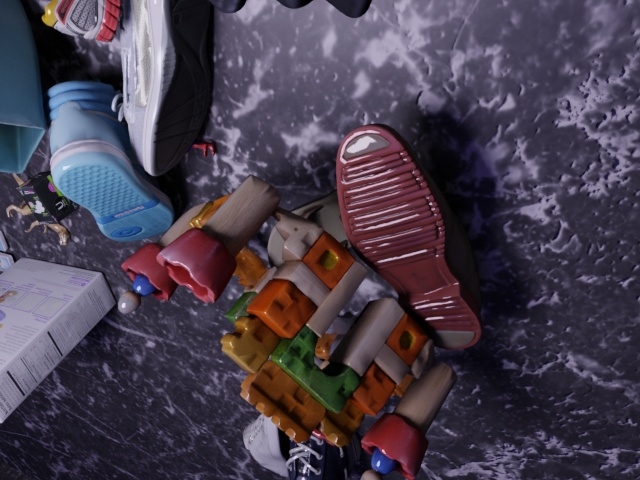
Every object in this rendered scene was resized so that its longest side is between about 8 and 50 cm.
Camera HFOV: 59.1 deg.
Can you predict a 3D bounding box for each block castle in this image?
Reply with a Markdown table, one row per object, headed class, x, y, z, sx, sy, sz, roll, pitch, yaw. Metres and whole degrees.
| class | x | y | z | sx | sy | sz | roll | pitch | yaw |
| --- | --- | --- | --- | --- | --- | --- | --- | --- | --- |
| block castle | -0.054 | 0.146 | 0.803 | 0.453 | 0.213 | 0.303 | 46 | 156 | -18 |

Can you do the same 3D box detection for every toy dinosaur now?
| class | x | y | z | sx | sy | sz | roll | pitch | yaw |
| --- | --- | --- | --- | --- | --- | --- | --- | --- | --- |
| toy dinosaur | -0.569 | -0.068 | 1.124 | 0.093 | 0.053 | 0.183 | -11 | 129 | 16 |

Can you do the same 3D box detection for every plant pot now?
| class | x | y | z | sx | sy | sz | roll | pitch | yaw |
| --- | --- | --- | --- | --- | --- | --- | --- | --- | --- |
| plant pot | -0.498 | -0.242 | 0.801 | 0.166 | 0.165 | 0.234 | -24 | 69 | 49 |

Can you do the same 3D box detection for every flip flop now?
| class | x | y | z | sx | sy | sz | roll | pitch | yaw |
| --- | --- | --- | --- | --- | --- | --- | --- | --- | --- |
| flip flop | 0.000 | 0.000 | 0.846 | 0.112 | 0.080 | 0.277 | 48 | 139 | -13 |

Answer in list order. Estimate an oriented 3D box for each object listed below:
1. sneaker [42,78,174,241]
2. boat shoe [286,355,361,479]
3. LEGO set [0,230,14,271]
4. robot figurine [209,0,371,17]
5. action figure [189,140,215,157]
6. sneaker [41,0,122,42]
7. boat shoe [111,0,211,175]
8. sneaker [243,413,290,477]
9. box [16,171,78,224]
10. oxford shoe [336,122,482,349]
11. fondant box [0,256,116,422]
| class | x | y | z | sx | sy | sz | roll | pitch | yaw |
| --- | --- | --- | --- | --- | --- | --- | --- | --- | --- |
| sneaker | -0.332 | -0.133 | 0.904 | 0.127 | 0.208 | 0.319 | -17 | 161 | -7 |
| boat shoe | -0.014 | 0.386 | 1.114 | 0.127 | 0.158 | 0.340 | -5 | 123 | 30 |
| LEGO set | -0.824 | -0.015 | 1.284 | 0.244 | 0.060 | 0.182 | 14 | 127 | 18 |
| robot figurine | -0.041 | -0.341 | 0.535 | 0.278 | 0.209 | 0.173 | 39 | 146 | -6 |
| action figure | -0.222 | -0.146 | 0.880 | 0.115 | 0.038 | 0.030 | 13 | 114 | 18 |
| sneaker | -0.297 | -0.353 | 0.666 | 0.088 | 0.093 | 0.225 | -11 | 86 | 55 |
| boat shoe | -0.220 | -0.240 | 0.757 | 0.103 | 0.118 | 0.320 | 26 | 129 | 17 |
| sneaker | -0.120 | 0.420 | 1.231 | 0.123 | 0.106 | 0.290 | 13 | 132 | 15 |
| box | -0.514 | -0.080 | 1.065 | 0.052 | 0.062 | 0.083 | 0 | 126 | 29 |
| oxford shoe | 0.122 | -0.014 | 0.738 | 0.123 | 0.130 | 0.348 | -9 | 126 | 28 |
| fondant box | -0.624 | 0.182 | 1.148 | 0.238 | 0.330 | 0.096 | 8 | 129 | 22 |
